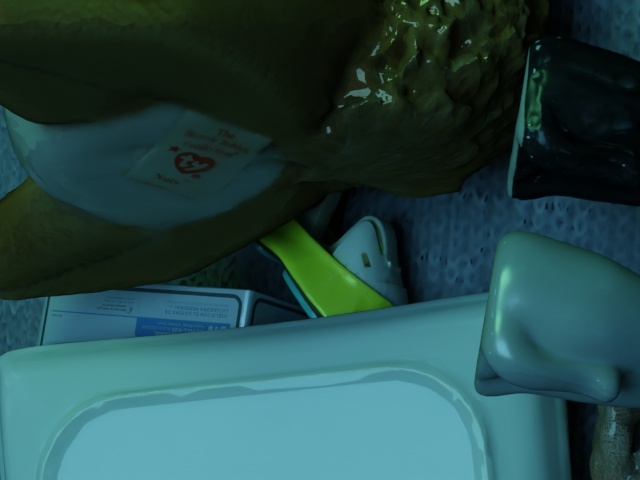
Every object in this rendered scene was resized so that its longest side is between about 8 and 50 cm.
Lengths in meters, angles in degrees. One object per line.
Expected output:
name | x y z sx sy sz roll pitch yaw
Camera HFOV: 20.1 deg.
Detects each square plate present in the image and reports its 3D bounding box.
square plate | -0.024 0.212 1.007 0.344 0.049 0.347 -7 78 13

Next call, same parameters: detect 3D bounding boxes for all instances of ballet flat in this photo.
ballet flat | 0.000 0.000 1.109 0.077 0.077 0.231 -48 63 8

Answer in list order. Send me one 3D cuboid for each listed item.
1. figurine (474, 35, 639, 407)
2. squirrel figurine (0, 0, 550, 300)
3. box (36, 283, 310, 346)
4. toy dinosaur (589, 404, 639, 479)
figurine | 0.192 0.006 0.891 0.209 0.092 0.215 10 52 6
squirrel figurine | -0.049 -0.202 1.058 0.397 0.281 0.370 -6 60 1
box | -0.106 0.174 1.129 0.169 0.087 0.289 4 80 32
toy dinosaur | 0.196 0.153 0.955 0.127 0.200 0.295 -10 55 -4
